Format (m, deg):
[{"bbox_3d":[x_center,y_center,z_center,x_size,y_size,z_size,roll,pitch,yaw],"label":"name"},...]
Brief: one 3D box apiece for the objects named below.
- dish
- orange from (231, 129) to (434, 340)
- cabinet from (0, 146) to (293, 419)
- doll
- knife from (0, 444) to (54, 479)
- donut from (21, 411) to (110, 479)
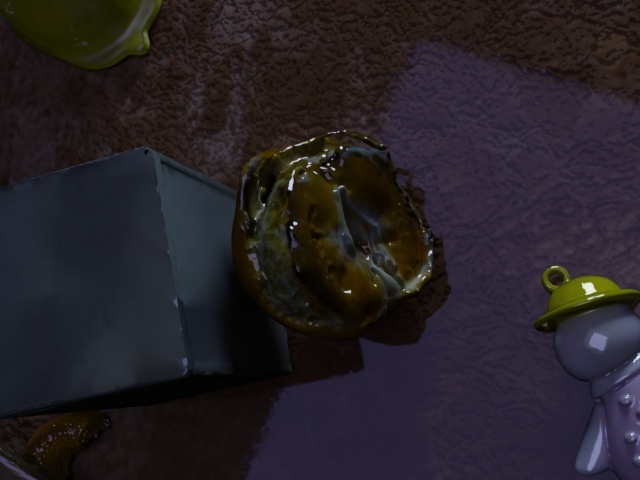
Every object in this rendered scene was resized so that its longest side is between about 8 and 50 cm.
[{"bbox_3d":[-0.229,-0.238,0.805,0.207,0.080,0.149,44,97,19],"label":"dish"},{"bbox_3d":[0.000,0.000,0.666,0.112,0.170,0.160,-31,42,50],"label":"orange"},{"bbox_3d":[-0.130,0.040,0.670,0.150,0.206,0.145,-14,79,14],"label":"cabinet"},{"bbox_3d":[0.213,0.103,0.623,0.129,0.081,0.207,-34,73,3],"label":"doll"},{"bbox_3d":[-0.189,0.229,0.736,0.298,0.017,0.047,32,97,3],"label":"knife"},{"bbox_3d":[-0.213,0.177,0.767,0.083,0.038,0.067,-21,74,15],"label":"donut"}]
